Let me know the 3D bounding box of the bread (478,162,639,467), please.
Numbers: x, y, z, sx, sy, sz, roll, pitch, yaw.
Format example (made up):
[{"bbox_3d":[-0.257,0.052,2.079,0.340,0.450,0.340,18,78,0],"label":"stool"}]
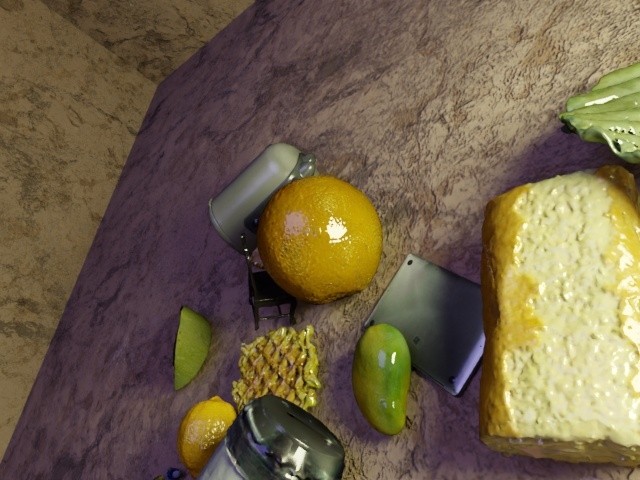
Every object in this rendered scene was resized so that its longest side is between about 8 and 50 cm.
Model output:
[{"bbox_3d":[0.332,0.103,0.690,0.236,0.165,0.376,-17,52,39],"label":"bread"}]

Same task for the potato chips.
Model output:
[{"bbox_3d":[0.517,-0.180,0.664,0.389,0.097,0.373,-28,38,-10],"label":"potato chips"}]

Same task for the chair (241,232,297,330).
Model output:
[{"bbox_3d":[-0.119,0.089,1.161,0.106,0.113,0.229,-116,23,-49],"label":"chair"}]

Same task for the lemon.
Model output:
[{"bbox_3d":[-0.251,0.445,1.131,0.142,0.142,0.187,-14,59,43],"label":"lemon"}]

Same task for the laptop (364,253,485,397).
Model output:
[{"bbox_3d":[0.205,0.141,0.935,0.188,0.015,0.269,-58,36,-2],"label":"laptop"}]

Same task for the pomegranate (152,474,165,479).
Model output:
[{"bbox_3d":[-0.304,0.623,1.043,0.246,0.198,0.198,41,98,18],"label":"pomegranate"}]

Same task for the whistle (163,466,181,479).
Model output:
[{"bbox_3d":[-0.369,0.582,1.260,0.083,0.029,0.033,-26,30,45],"label":"whistle"}]

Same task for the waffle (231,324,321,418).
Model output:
[{"bbox_3d":[-0.100,0.309,1.108,0.245,0.052,0.254,-25,47,28],"label":"waffle"}]

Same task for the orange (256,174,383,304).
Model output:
[{"bbox_3d":[0.000,0.000,1.070,0.274,0.274,0.275,-29,45,33],"label":"orange"}]

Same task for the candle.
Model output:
[{"bbox_3d":[-0.121,0.462,0.900,0.343,0.221,0.221,-56,36,3],"label":"candle"}]

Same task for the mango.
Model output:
[{"bbox_3d":[0.105,0.245,0.907,0.122,0.085,0.191,-12,63,47],"label":"mango"}]

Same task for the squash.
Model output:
[{"bbox_3d":[-0.394,0.271,1.420,0.204,0.155,0.237,-29,45,30],"label":"squash"}]

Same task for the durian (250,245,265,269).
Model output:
[{"bbox_3d":[-0.082,0.006,1.272,0.165,0.132,0.183,15,77,61],"label":"durian"}]

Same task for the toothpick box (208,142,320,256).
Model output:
[{"bbox_3d":[-0.127,-0.117,1.338,0.316,0.229,0.229,-41,39,21],"label":"toothpick box"}]

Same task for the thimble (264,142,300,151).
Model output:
[{"bbox_3d":[-0.119,-0.221,1.491,0.135,0.118,0.090,-4,59,45],"label":"thimble"}]
